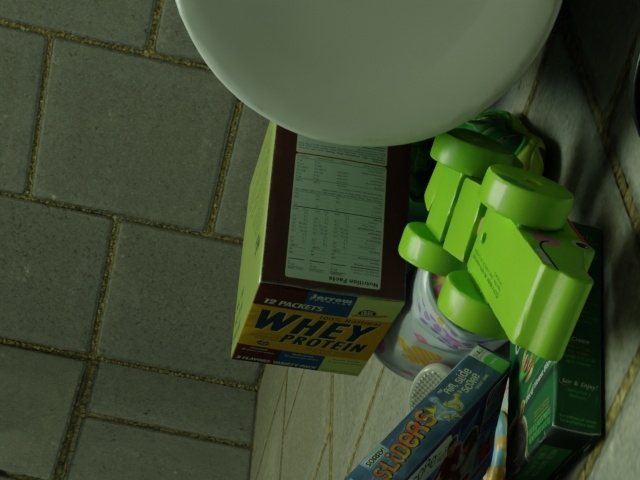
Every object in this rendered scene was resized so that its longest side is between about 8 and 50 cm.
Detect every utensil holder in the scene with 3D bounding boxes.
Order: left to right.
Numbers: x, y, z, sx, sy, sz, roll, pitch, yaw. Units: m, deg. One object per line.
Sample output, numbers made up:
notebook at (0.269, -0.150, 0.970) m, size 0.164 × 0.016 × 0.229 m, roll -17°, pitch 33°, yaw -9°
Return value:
utensil holder at (0.060, -0.267, 1.114) m, size 0.385 × 0.328 × 0.327 m, roll -58°, pitch -16°, yaw -70°

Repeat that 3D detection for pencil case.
pencil case at (0.125, 0.062, 1.229) m, size 0.124 × 0.113 × 0.273 m, roll -61°, pitch 1°, yaw -15°

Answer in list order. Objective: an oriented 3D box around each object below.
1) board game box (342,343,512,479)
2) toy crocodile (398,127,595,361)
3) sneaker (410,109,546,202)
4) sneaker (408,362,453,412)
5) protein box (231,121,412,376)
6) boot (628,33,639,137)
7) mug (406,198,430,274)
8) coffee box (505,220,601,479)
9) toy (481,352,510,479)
board game box at (0.075, 0.187, 0.995) m, size 0.201 × 0.035 × 0.136 m, roll -38°, pitch -34°, yaw -41°
toy crocodile at (0.140, -0.007, 0.979) m, size 0.340 × 0.105 × 0.115 m, roll -116°, pitch 41°, yaw -70°
sneaker at (0.143, -0.086, 1.290) m, size 0.295 × 0.124 × 0.109 m, roll -123°, pitch 45°, yaw -82°
sneaker at (0.120, 0.154, 1.236) m, size 0.070 × 0.051 × 0.134 m, roll -54°, pitch -31°, yaw -43°
protein box at (0.000, 0.000, 1.259) m, size 0.200 × 0.136 × 0.201 m, roll 114°, pitch 163°, yaw -62°
boot at (0.234, -0.097, 0.614) m, size 0.207 × 0.094 × 0.246 m, roll -81°, pitch 12°, yaw -58°
mug at (0.116, 0.004, 1.435) m, size 0.097 × 0.157 × 0.129 m, roll -32°, pitch 18°, yaw 17°
coffee box at (0.180, 0.088, 0.998) m, size 0.113 × 0.040 × 0.184 m, roll 112°, pitch 169°, yaw -57°
toy at (0.127, 0.222, 1.165) m, size 0.137 × 0.056 × 0.237 m, roll -94°, pitch 17°, yaw -66°
